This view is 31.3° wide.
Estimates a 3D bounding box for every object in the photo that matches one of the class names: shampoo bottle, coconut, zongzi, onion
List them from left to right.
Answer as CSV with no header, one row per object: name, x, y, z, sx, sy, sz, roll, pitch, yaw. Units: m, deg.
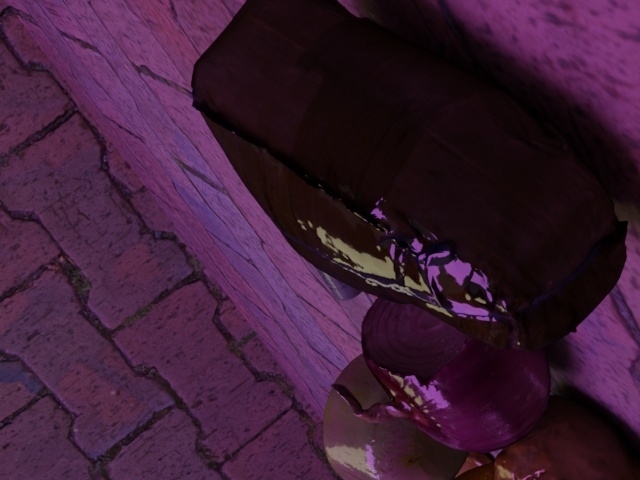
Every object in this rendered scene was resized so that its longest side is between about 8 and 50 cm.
shampoo bottle,0.000,0.000,1.596,0.056,0.056,0.195,33,159,55
coconut,0.110,0.280,1.708,0.236,0.205,0.236,28,163,9
zongzi,0.095,0.004,0.943,0.356,0.174,0.393,37,164,34
onion,0.148,0.134,1.191,0.207,0.200,0.200,-19,115,46

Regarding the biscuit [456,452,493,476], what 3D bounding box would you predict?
biscuit,0.278,0.408,1.917,0.160,0.030,0.249,50,169,-2

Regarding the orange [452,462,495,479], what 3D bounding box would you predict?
orange,0.263,0.420,1.479,0.279,0.235,0.279,-23,-90,-82

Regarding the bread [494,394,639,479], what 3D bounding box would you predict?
bread,0.282,0.288,1.215,0.244,0.134,0.244,55,169,16
